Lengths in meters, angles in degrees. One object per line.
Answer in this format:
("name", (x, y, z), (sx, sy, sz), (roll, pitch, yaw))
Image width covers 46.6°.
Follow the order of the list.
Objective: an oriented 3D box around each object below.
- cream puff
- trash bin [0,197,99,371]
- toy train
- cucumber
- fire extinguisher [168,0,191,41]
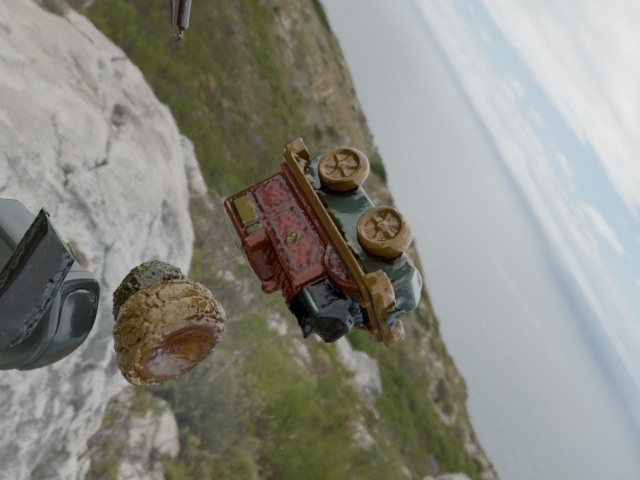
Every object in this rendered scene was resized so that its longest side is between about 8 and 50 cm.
("cream puff", (-0.258, 0.113, 1.155), (0.169, 0.183, 0.183), (50, 10, 28))
("trash bin", (-0.437, 0.071, 1.077), (0.236, 0.176, 0.101), (44, 18, 16))
("toy train", (0.000, 0.000, 1.112), (0.369, 0.232, 0.163), (60, -5, 38))
("cucumber", (-0.357, 0.072, 0.875), (0.070, 0.220, 0.046), (34, -5, -24))
("fire extinguisher", (-0.282, -0.446, 1.477), (0.046, 0.032, 0.100), (-20, 122, -71))
